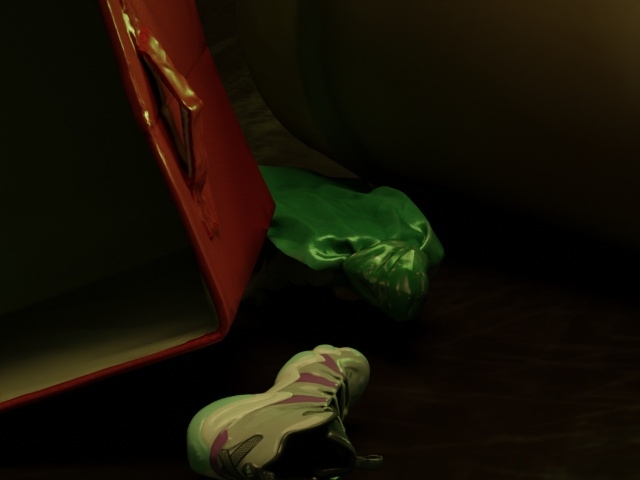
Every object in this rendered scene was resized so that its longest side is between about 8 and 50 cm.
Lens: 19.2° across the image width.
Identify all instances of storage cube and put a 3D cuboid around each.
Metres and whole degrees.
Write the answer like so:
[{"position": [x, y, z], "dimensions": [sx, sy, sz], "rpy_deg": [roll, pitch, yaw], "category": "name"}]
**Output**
[{"position": [-0.145, -0.042, 0.824], "dimensions": [0.215, 0.184, 0.193], "rpy_deg": [-18, 14, 10], "category": "storage cube"}]

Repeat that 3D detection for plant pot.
[{"position": [0.159, -0.127, 1.038], "dimensions": [0.323, 0.323, 0.280], "rpy_deg": [-13, 37, -35], "category": "plant pot"}]

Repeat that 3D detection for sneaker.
[{"position": [0.003, 0.076, 0.751], "dimensions": [0.069, 0.038, 0.098], "rpy_deg": [15, 32, 41], "category": "sneaker"}]

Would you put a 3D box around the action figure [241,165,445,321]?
[{"position": [0.000, 0.000, 0.960], "dimensions": [0.137, 0.063, 0.232], "rpy_deg": [-5, 12, -19], "category": "action figure"}]
